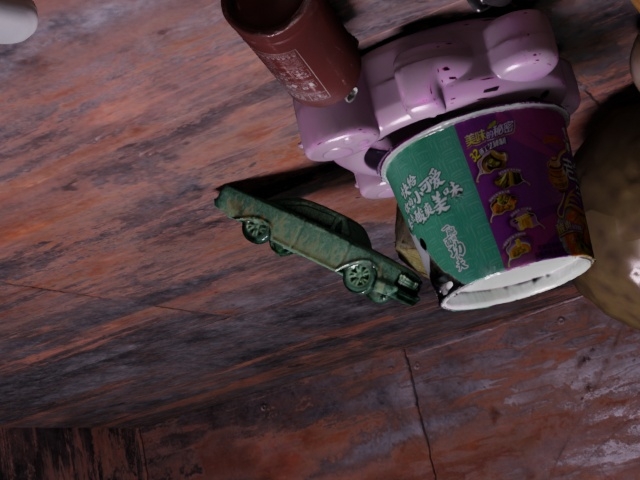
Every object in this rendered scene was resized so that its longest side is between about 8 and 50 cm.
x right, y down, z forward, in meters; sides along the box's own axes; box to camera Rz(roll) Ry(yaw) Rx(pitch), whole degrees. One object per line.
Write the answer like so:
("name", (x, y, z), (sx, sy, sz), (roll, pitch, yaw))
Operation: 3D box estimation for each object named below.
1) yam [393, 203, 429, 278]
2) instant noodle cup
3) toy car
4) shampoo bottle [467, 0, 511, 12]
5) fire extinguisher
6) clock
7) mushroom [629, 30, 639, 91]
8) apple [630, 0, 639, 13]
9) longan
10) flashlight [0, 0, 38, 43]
("yam", (0.181, -0.068, 1.641), (0.153, 0.255, 0.154), (11, 165, 3))
("instant noodle cup", (0.212, -0.031, 1.408), (0.251, 0.190, 0.251), (-14, 164, -4))
("toy car", (0.000, 0.000, 1.704), (0.320, 0.097, 0.141), (25, 179, 24))
("shampoo bottle", (0.213, -0.293, 1.066), (0.101, 0.101, 0.284), (-6, 164, -21))
("fire extinguisher", (-0.020, -0.209, 1.209), (0.104, 0.105, 0.269), (-16, 164, 12))
("clock", (0.151, -0.169, 1.435), (0.322, 0.113, 0.295), (-18, 163, 17))
("mushroom", (0.494, -0.216, 1.400), (0.206, 0.209, 0.206), (-25, 147, -17))
("apple", (0.376, -0.287, 1.059), (0.211, 0.188, 0.211), (-9, 161, -3))
("longan", (0.539, -0.041, 1.717), (0.391, 0.391, 0.391), (-11, 164, -3))
("flashlight", (-0.338, -0.216, 1.020), (0.093, 0.048, 0.200), (-23, 164, 35))
